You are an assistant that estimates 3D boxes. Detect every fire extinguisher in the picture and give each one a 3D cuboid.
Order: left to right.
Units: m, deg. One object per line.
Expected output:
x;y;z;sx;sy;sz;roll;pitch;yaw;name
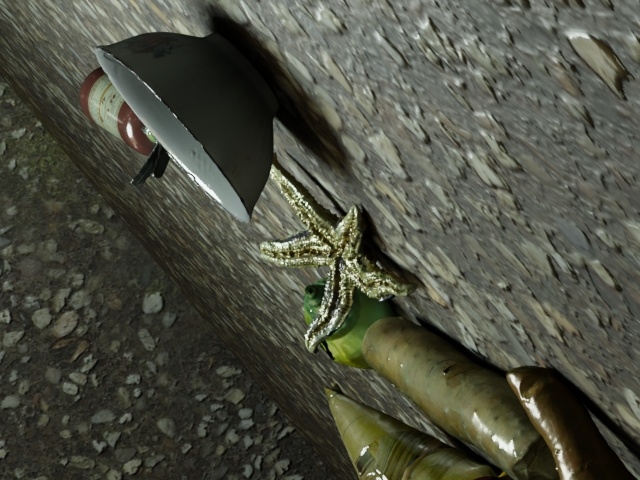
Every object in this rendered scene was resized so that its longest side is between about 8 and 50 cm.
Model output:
-0.197;-0.121;1.881;0.071;0.099;0.231;28;-176;-30;fire extinguisher

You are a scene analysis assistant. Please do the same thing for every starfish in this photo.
0.000;0.000;1.546;0.176;0.053;0.208;60;146;-1;starfish

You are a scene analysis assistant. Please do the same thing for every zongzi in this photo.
0.132;0.307;1.979;0.289;0.123;0.260;33;160;47;zongzi

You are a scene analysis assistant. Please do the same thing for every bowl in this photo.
-0.091;-0.111;1.425;0.189;0.086;0.189;46;171;9;bowl

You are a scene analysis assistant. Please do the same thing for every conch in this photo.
0.033;0.077;1.700;0.201;0.080;0.095;52;-164;-70;conch

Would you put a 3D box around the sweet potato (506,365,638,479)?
0.243;0.211;1.227;0.346;0.079;0.108;43;141;43;sweet potato

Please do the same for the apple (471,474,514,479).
0.185;0.291;1.421;0.230;0.230;0.230;47;171;9;apple

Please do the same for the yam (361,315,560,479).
0.121;0.131;1.492;0.071;0.067;0.317;24;-176;-27;yam

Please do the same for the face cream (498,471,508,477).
0.254;0.344;1.721;0.273;0.078;0.078;47;171;9;face cream
